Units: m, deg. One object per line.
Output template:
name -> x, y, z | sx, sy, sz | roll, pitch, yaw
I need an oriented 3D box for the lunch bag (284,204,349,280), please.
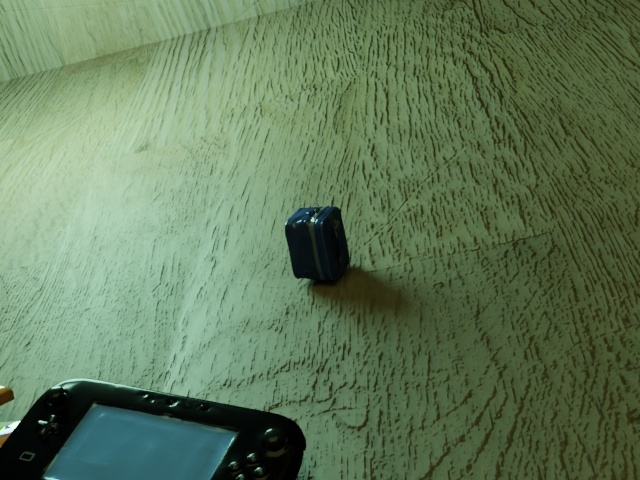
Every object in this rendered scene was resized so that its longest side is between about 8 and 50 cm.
lunch bag -> 0.000, 0.000, 1.327 | 0.065, 0.099, 0.067 | 1, 27, 25

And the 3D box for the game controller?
game controller -> -0.176, 0.221, 1.024 | 0.319, 0.067, 0.166 | 6, 33, 24

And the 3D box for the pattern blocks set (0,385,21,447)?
pattern blocks set -> -0.403, 0.246, 1.125 | 0.324, 0.026, 0.285 | -12, 30, -8
